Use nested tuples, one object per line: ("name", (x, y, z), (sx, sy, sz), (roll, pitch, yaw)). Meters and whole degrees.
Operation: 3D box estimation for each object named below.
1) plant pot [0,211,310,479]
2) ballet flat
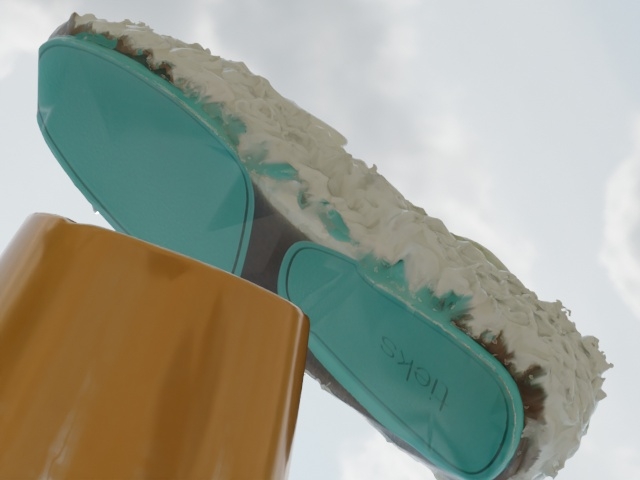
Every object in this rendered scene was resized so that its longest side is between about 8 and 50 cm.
("plant pot", (-0.094, 0.097, 0.637), (0.205, 0.205, 0.188), (24, -99, -23))
("ballet flat", (0.000, 0.000, 0.912), (0.409, 0.147, 0.147), (40, -145, 24))
